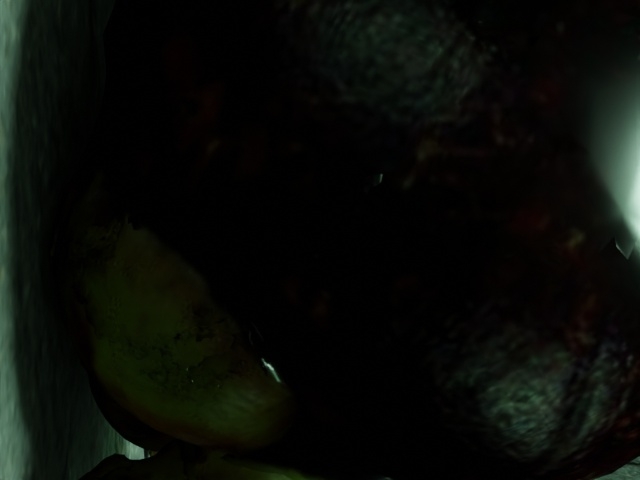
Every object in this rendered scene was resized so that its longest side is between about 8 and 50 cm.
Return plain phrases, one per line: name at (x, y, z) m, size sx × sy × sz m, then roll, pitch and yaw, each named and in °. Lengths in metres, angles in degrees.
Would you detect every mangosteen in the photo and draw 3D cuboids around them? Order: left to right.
mangosteen at (0.053, -0.001, 0.681) m, size 0.381 × 0.381 × 0.421 m, roll 85°, pitch 14°, yaw -85°

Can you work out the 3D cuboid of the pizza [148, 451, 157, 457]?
pizza at (-0.127, 0.136, 1.006) m, size 0.100 × 0.029 × 0.099 m, roll 80°, pitch 21°, yaw -77°
